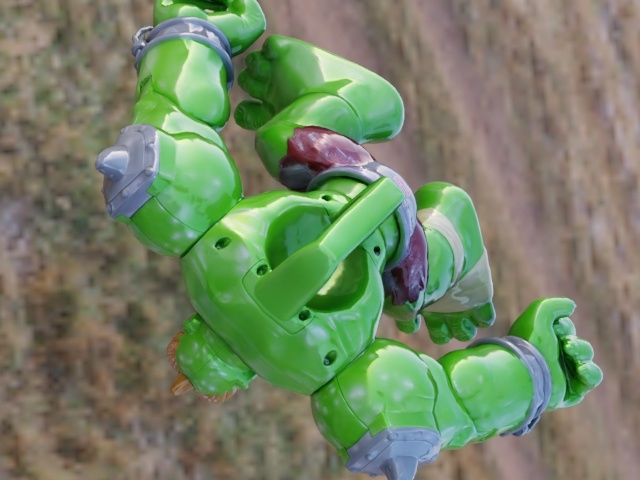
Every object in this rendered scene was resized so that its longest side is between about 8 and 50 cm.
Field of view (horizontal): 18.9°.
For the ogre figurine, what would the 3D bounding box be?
[{"bbox_3d":[0.000,0.000,0.631,0.197,0.096,0.118,62,35,-12],"label":"ogre figurine"}]
